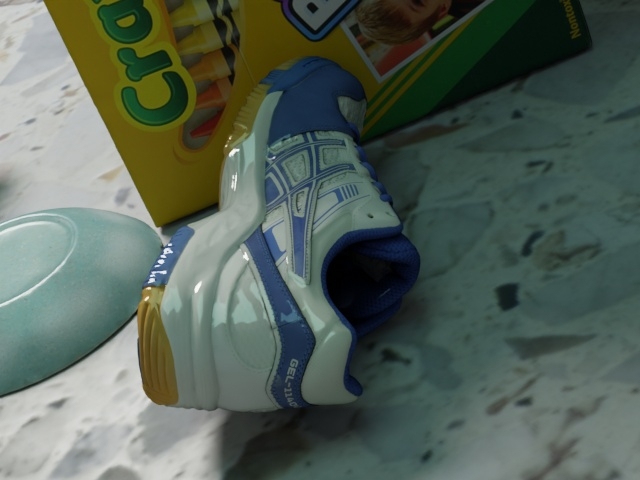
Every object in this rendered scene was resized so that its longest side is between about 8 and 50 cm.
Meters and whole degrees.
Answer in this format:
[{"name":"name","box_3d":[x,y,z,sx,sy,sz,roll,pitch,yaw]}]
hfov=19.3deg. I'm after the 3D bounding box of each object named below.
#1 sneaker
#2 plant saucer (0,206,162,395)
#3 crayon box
[{"name":"sneaker","box_3d":[0.000,0.000,1.085,0.131,0.112,0.296,6,40,14]},{"name":"plant saucer","box_3d":[-0.198,0.028,1.217,0.195,0.037,0.195,-18,30,11]},{"name":"crayon box","box_3d":[-0.035,-0.228,1.181,0.313,0.363,0.106,-24,31,1]}]
